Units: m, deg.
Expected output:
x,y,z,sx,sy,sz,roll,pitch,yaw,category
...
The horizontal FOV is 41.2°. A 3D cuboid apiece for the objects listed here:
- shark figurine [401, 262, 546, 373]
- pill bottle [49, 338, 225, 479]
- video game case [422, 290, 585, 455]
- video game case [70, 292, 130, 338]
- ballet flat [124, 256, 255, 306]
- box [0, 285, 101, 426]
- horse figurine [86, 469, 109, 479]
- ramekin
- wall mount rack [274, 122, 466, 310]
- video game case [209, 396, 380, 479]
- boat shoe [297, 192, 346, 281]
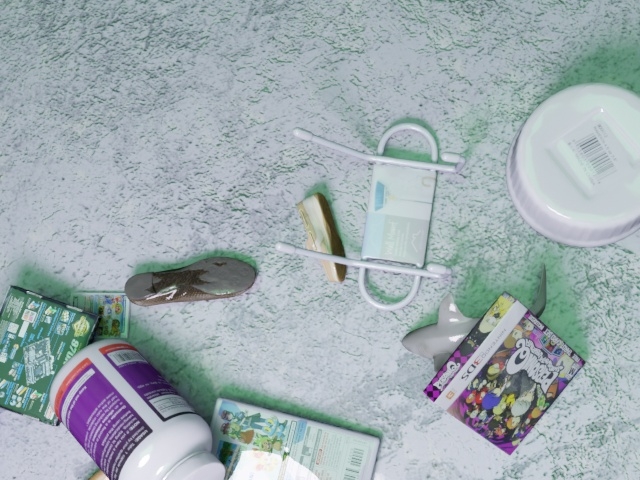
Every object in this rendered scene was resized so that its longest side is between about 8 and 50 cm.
x,y,z,sx,sy,sz,roll,pitch,yaw,category
0.258,0.128,1.420,0.278,0.166,0.116,-20,101,10,shark figurine
-0.313,0.327,1.467,0.323,0.181,0.181,38,90,31,pill bottle
0.306,0.223,1.394,0.210,0.232,0.042,-51,35,1,video game case
-0.426,0.145,1.639,0.122,0.011,0.087,0,81,11,video game case
-0.242,0.085,1.596,0.250,0.058,0.084,-9,59,4,ballet flat
-0.531,0.214,1.583,0.175,0.051,0.220,19,80,-3,box
-0.345,0.461,1.552,0.263,0.066,0.174,-16,87,5,horse figurine
0.457,-0.133,1.446,0.277,0.135,0.277,-2,82,11,ramekin
0.090,-0.061,1.496,0.304,0.130,0.349,8,82,4,wall mount rack
-0.077,0.471,1.497,0.300,0.036,0.328,13,85,5,video game case
0.000,0.000,1.558,0.059,0.063,0.170,-19,80,23,boat shoe
